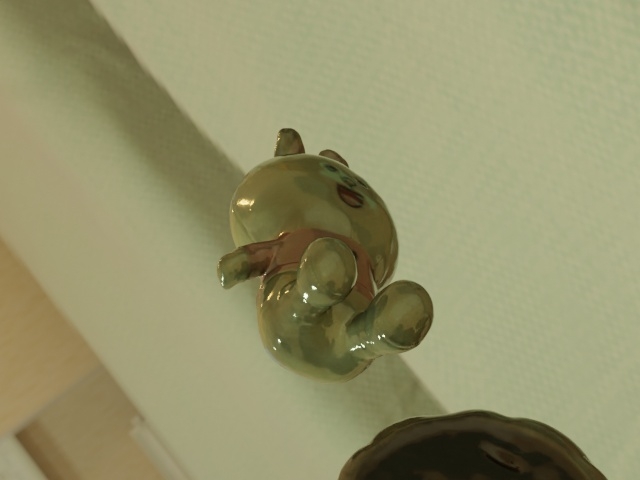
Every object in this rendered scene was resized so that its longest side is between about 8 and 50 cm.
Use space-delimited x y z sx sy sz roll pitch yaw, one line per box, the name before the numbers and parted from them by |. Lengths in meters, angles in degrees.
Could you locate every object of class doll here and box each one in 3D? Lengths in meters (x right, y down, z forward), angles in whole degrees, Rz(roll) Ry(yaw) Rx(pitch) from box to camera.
doll | -0.005 0.012 1.014 0.155 0.113 0.275 21 -159 -19

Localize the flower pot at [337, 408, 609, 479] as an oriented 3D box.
flower pot | 0.095 0.234 0.856 0.246 0.246 0.195 33 144 36
